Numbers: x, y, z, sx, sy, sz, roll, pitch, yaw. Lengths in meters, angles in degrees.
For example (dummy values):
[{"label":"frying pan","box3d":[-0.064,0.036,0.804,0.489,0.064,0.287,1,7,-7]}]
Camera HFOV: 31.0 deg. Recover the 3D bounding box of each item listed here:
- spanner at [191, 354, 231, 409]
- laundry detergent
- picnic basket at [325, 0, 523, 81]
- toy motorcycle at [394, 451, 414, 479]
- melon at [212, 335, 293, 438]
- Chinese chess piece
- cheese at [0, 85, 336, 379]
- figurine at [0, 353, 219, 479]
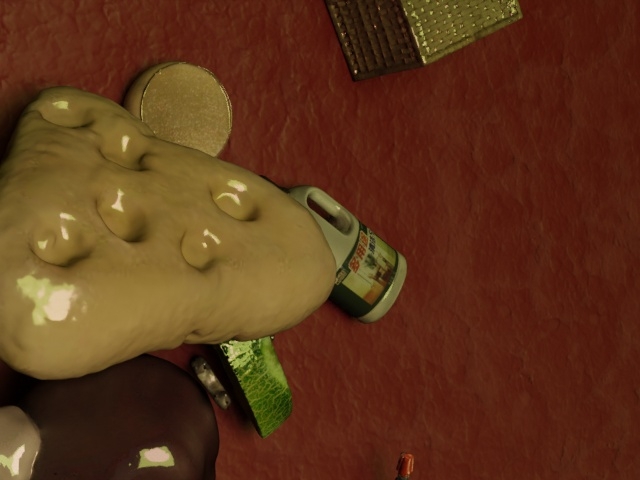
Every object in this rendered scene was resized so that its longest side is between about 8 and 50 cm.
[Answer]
[{"label":"spanner","box3d":[-0.109,0.137,1.144,0.015,0.254,0.054,-36,90,-8]},{"label":"laundry detergent","box3d":[0.000,0.000,1.339,0.225,0.070,0.099,38,73,-27]},{"label":"picnic basket","box3d":[0.120,-0.304,1.414,0.196,0.134,0.154,-29,107,-34]},{"label":"toy motorcycle","box3d":[0.042,0.381,1.290,0.325,0.147,0.221,-20,131,-39]},{"label":"melon","box3d":[-0.087,0.113,1.243,0.064,0.118,0.210,-29,117,-17]},{"label":"Chinese chess piece","box3d":[-0.154,-0.132,1.246,0.122,0.051,0.122,2,87,-36]},{"label":"cheese","box3d":[-0.158,0.028,1.054,0.351,0.130,0.328,30,32,-9]},{"label":"figurine","box3d":[-0.186,0.268,1.120,0.218,0.206,0.365,-72,158,-56]}]
